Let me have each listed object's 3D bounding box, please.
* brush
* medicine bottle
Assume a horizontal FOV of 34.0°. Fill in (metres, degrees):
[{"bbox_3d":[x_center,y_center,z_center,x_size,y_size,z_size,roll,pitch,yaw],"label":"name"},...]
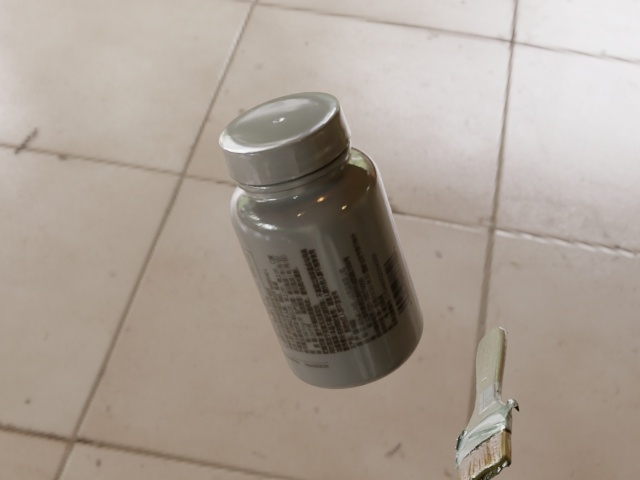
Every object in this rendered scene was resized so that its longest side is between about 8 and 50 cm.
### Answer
[{"bbox_3d":[0.194,0.182,1.217,0.020,0.085,0.336,44,22,-7],"label":"brush"},{"bbox_3d":[0.000,0.000,0.534,0.079,0.140,0.079,-15,29,9],"label":"medicine bottle"}]
